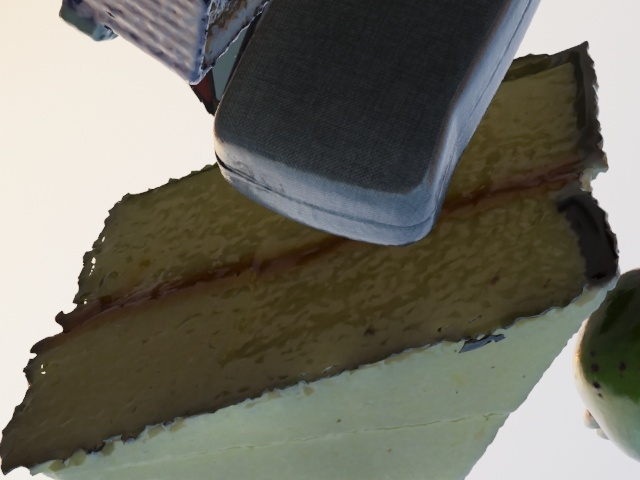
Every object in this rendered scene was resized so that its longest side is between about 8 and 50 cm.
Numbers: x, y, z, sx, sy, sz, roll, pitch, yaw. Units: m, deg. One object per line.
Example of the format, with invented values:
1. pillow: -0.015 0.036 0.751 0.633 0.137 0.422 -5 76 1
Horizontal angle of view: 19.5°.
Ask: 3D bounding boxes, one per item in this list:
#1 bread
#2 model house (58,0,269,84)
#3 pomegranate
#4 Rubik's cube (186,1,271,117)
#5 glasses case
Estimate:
1. bread: 0.000 0.000 1.319 0.345 0.405 0.242 -101 -152 -51
2. model house: -0.100 -0.290 1.608 0.280 0.245 0.312 -59 170 17
3. pomegranate: 0.380 0.148 2.102 0.236 0.236 0.302 -44 180 -25
4. Rubik's cube: -0.050 -0.314 2.247 0.246 0.250 0.248 -10 139 -38
5. glasses case: 0.058 -0.149 1.045 0.131 0.074 0.323 20 -117 15
